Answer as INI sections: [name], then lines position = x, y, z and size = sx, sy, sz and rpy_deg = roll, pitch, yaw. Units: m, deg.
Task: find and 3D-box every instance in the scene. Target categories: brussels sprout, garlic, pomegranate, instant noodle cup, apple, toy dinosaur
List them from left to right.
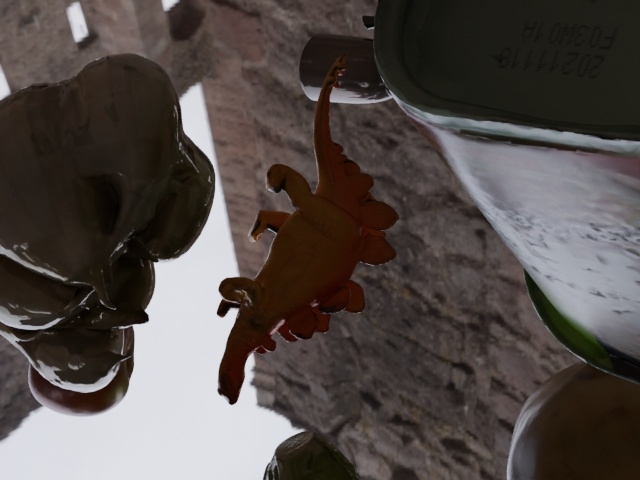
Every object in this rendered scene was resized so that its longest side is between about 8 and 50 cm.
[garlic]
position = -0.191, -0.009, 0.700
size = 0.185, 0.281, 0.203
rpy_deg = 22, -153, -33
[apple]
position = -0.333, 0.165, 1.279
size = 0.139, 0.163, 0.163
rpy_deg = 2, -138, -1
[brussels sprout]
position = -0.010, 0.308, 1.079
size = 0.118, 0.155, 0.155
rpy_deg = -24, -136, -24
[toy dinosaur]
position = 0.000, 0.000, 0.718
size = 0.117, 0.070, 0.288
rpy_deg = 24, -98, 3
[pomegranate]
position = 0.308, 0.235, 0.859
size = 0.307, 0.307, 0.307
rpy_deg = -4, -138, 3
[instant noodle cup]
position = 0.196, -0.075, 0.472
size = 0.294, 0.308, 0.293
rpy_deg = -15, -120, 28

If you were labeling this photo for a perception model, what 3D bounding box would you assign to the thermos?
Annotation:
[thermos]
position = 0.078, -0.269, 1.371
size = 0.193, 0.105, 0.137
rpy_deg = 12, -95, 36
